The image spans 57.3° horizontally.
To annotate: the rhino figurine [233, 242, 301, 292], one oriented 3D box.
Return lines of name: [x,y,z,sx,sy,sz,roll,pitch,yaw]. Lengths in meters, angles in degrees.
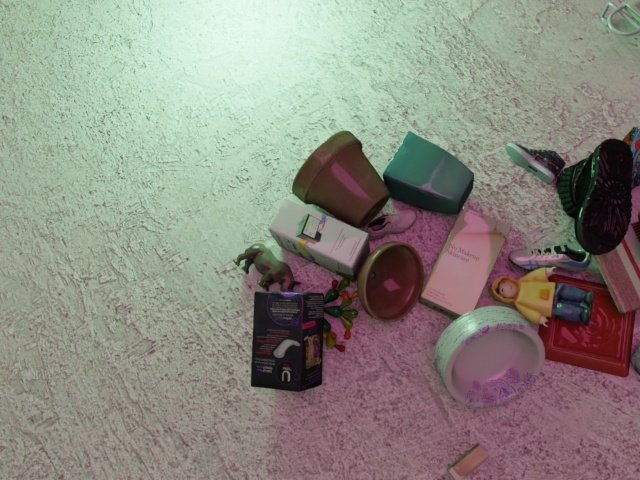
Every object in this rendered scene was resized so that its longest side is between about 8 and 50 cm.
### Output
rhino figurine: [-0.149,0.104,1.816,0.243,0.073,0.106,40,84,14]

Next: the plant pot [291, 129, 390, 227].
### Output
plant pot: [0.081,-0.162,1.774,0.263,0.263,0.229,-44,77,-7]

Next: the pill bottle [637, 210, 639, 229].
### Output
pill bottle: [0.933,0.001,1.592,0.108,0.108,0.180,1,71,6]

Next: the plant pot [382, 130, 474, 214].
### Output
plant pot: [0.338,-0.185,1.785,0.234,0.165,0.165,28,79,20]

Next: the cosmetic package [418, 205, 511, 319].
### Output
cosmetic package: [0.428,0.074,1.742,0.160,0.113,0.309,24,79,13]

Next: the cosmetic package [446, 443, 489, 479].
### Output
cosmetic package: [0.406,0.613,1.613,0.115,0.060,0.041,-37,73,-7]

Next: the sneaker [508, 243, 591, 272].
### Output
sneaker: [0.676,0.044,1.728,0.237,0.086,0.085,3,37,2]

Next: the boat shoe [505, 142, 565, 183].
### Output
boat shoe: [0.676,-0.264,1.842,0.183,0.065,0.083,40,79,9]

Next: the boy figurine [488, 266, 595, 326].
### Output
boy figurine: [0.629,0.153,1.678,0.285,0.092,0.177,14,80,25]

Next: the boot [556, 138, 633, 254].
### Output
boot: [0.767,-0.097,1.678,0.131,0.260,0.348,21,74,0]

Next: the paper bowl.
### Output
paper bowl: [0.452,0.306,1.609,0.284,0.284,0.148,-19,29,0]

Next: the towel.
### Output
towel: [0.952,0.052,1.649,0.329,0.037,0.237,-16,72,1]

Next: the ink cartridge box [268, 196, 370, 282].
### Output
ink cartridge box: [0.000,0.000,1.761,0.278,0.201,0.117,25,78,13]

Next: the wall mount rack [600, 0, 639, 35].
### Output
wall mount rack: [1.102,-0.703,1.895,0.350,0.130,0.304,-32,69,-4]

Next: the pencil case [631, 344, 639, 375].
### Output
pencil case: [0.994,0.276,1.620,0.124,0.113,0.273,44,82,7]

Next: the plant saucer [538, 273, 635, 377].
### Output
plant saucer: [0.776,0.238,1.690,0.259,0.048,0.258,12,76,9]

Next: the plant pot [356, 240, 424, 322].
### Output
plant pot: [0.185,0.114,1.730,0.110,0.237,0.237,14,71,52]

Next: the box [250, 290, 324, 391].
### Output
box: [-0.092,0.282,1.677,0.165,0.143,0.270,0,85,26]

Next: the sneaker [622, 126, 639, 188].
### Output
sneaker: [0.967,-0.220,1.774,0.125,0.104,0.262,22,77,10]

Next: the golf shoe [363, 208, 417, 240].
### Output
golf shoe: [0.220,-0.055,1.816,0.176,0.086,0.069,-25,71,-3]

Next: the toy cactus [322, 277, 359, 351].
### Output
toy cactus: [0.022,0.214,1.759,0.181,0.112,0.219,8,84,19]
